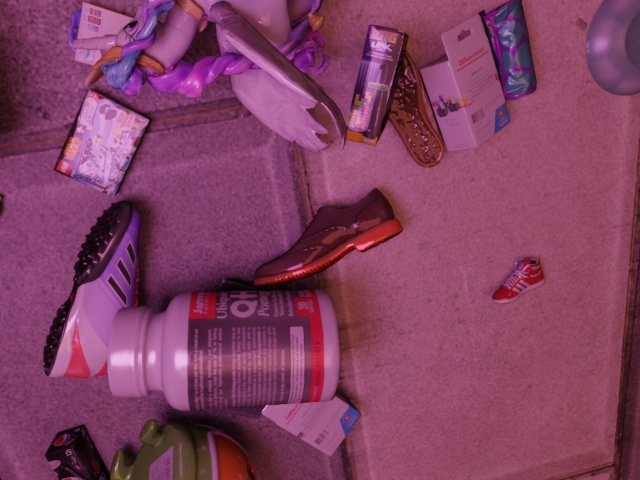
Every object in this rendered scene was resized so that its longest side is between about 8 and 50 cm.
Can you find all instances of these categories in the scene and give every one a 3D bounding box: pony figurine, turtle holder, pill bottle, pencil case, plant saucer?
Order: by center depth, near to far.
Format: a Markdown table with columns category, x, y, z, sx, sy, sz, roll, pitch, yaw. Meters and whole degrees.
| category | x | y | z | sx | sy | sz | roll | pitch | yaw |
| --- | --- | --- | --- | --- | --- | --- | --- | --- | --- |
| pony figurine | -0.086 | -0.285 | 0.596 | 0.351 | 0.303 | 0.363 | 29 | 88 | -8 |
| pill bottle | -0.141 | 0.165 | 0.704 | 0.319 | 0.176 | 0.176 | 0 | 108 | -11 |
| pencil case | 0.307 | -0.306 | 0.748 | 0.070 | 0.064 | 0.151 | -29 | 111 | -17 |
| plant saucer | 0.561 | -0.352 | 0.796 | 0.195 | 0.037 | 0.194 | -3 | 109 | -9 |
| turtle holder | -0.250 | 0.488 | 0.821 | 0.228 | 0.243 | 0.320 | 23 | 94 | -34 |

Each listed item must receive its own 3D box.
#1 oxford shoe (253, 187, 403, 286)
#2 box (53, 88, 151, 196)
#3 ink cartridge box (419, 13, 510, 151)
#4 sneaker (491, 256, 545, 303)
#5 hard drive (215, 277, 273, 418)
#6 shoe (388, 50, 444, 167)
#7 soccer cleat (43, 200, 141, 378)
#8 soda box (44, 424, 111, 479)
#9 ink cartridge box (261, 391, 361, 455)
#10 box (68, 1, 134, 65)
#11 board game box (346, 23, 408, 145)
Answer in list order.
| category | x | y | z | sx | sy | sz | roll | pitch | yaw |
| --- | --- | --- | --- | --- | --- | --- | --- | --- | --- |
| oxford shoe | 0.000 | 0.000 | 0.795 | 0.272 | 0.097 | 0.098 | -25 | 83 | 1 |
| box | -0.333 | -0.147 | 0.701 | 0.094 | 0.027 | 0.137 | 26 | 101 | -19 |
| ink cartridge box | 0.229 | -0.249 | 0.735 | 0.104 | 0.062 | 0.181 | -37 | 114 | -27 |
| sneaker | 0.385 | 0.076 | 0.903 | 0.119 | 0.042 | 0.067 | -26 | 115 | -9 |
| hard drive | -0.144 | 0.196 | 0.838 | 0.172 | 0.054 | 0.254 | 18 | 104 | -16 |
| shoe | 0.140 | -0.223 | 0.755 | 0.077 | 0.058 | 0.219 | -21 | 108 | 19 |
| soccer cleat | -0.345 | 0.086 | 0.750 | 0.117 | 0.109 | 0.318 | 18 | 103 | -37 |
| soda box | -0.445 | 0.435 | 0.859 | 0.053 | 0.060 | 0.168 | -16 | 111 | -4 |
| ink cartridge box | -0.023 | 0.323 | 0.890 | 0.180 | 0.060 | 0.104 | 40 | 84 | -20 |
| box | -0.291 | -0.284 | 0.664 | 0.136 | 0.028 | 0.081 | 12 | 106 | -16 |
| board game box | 0.080 | -0.219 | 0.641 | 0.048 | 0.170 | 0.141 | 14 | 114 | 7 |
